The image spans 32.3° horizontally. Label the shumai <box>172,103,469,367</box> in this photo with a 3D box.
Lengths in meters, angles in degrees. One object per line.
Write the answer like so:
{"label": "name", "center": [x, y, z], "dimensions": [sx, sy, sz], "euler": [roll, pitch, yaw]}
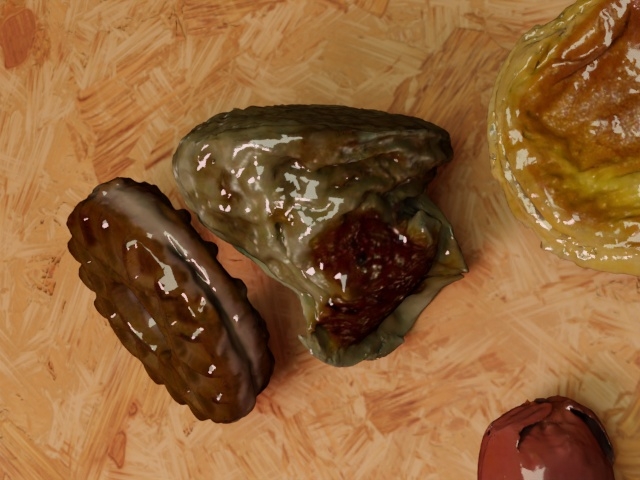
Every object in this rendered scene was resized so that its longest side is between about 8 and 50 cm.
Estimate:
{"label": "shumai", "center": [0.000, 0.000, 1.239], "dimensions": [0.292, 0.329, 0.289], "euler": [-152, 62, -61]}

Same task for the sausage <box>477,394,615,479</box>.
{"label": "sausage", "center": [0.243, 0.308, 1.180], "dimensions": [0.152, 0.152, 0.280], "euler": [-4, 85, 24]}

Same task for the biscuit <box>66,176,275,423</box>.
{"label": "biscuit", "center": [-0.180, 0.074, 1.320], "dimensions": [0.103, 0.332, 0.332], "euler": [-36, 66, -25]}

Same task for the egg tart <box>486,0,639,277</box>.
{"label": "egg tart", "center": [0.354, -0.116, 1.170], "dimensions": [0.351, 0.150, 0.352], "euler": [-3, 80, 20]}
